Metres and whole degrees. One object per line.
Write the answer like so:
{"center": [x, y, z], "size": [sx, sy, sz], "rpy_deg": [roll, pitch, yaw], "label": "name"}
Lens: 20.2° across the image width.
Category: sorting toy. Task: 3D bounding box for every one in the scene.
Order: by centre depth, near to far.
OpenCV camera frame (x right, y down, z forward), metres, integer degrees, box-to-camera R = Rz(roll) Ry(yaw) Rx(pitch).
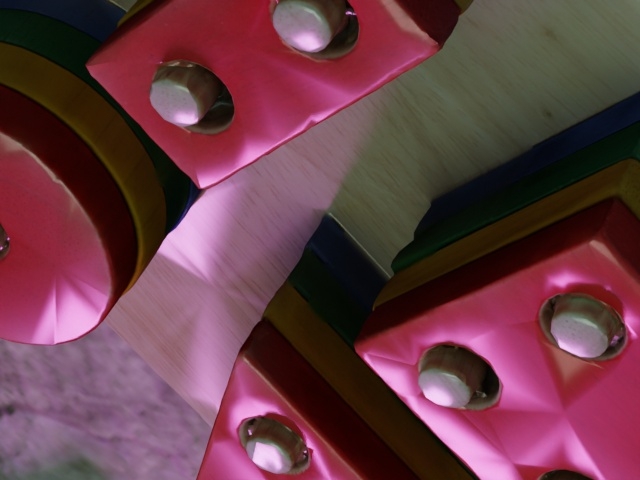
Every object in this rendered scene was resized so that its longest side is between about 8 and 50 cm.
{"center": [0.000, 0.000, 0.501], "size": [0.257, 0.089, 0.255], "rpy_deg": [46, 137, -16], "label": "sorting toy"}
